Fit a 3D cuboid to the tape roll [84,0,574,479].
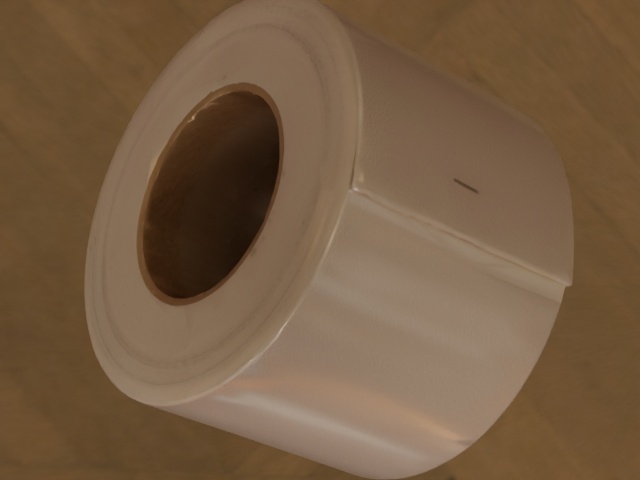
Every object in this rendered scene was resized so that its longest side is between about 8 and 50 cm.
[{"bbox_3d":[0.000,0.000,1.065,0.246,0.169,0.246,-29,49,41],"label":"tape roll"}]
